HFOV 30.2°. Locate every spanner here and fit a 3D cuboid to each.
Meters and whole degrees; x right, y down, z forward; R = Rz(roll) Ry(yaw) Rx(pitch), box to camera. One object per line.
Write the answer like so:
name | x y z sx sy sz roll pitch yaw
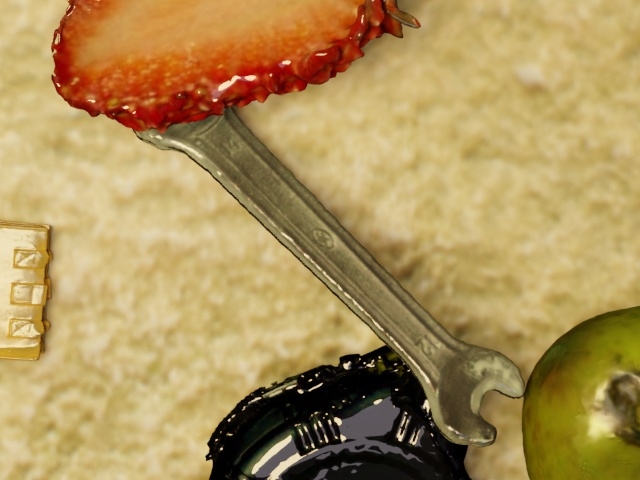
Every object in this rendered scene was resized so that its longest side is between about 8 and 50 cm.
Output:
spanner | 0.000 0.000 0.692 0.302 0.017 0.071 44 62 12

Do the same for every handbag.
handbag | -0.195 0.030 0.722 0.061 0.027 0.083 5 94 -6

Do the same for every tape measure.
tape measure | 0.022 0.175 0.722 0.186 0.112 0.199 -24 97 -1

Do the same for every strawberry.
strawberry | -0.052 -0.146 0.700 0.208 0.087 0.167 -15 72 11

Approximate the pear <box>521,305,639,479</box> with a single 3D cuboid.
pear | 0.228 0.169 0.675 0.282 0.286 0.176 43 109 -9
